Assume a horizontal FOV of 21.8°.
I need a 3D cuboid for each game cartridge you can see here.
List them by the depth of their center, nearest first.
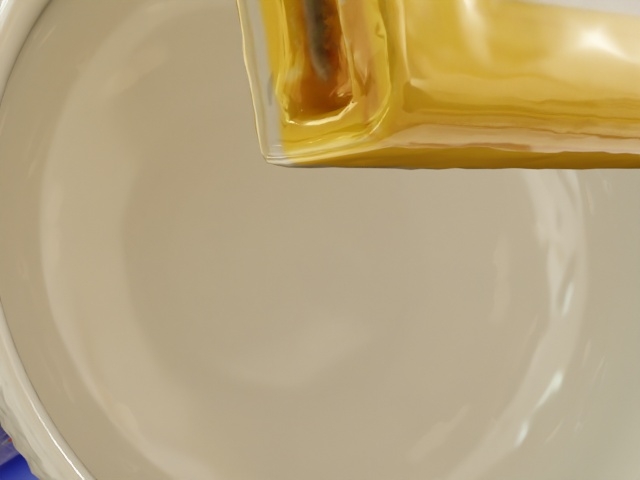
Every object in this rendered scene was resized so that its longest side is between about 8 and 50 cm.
[{"bbox_3d":[0.080,-0.164,0.522,0.323,0.052,0.285,-4,-96,-50],"label":"game cartridge"}]

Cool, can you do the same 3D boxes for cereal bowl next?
[{"bbox_3d":[0.000,0.000,0.724,0.339,0.339,0.141,-34,4,-24],"label":"cereal bowl"}]

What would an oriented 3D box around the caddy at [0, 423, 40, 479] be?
[{"bbox_3d":[-0.132,0.042,0.878,0.179,0.241,0.341,-33,13,38],"label":"caddy"}]
